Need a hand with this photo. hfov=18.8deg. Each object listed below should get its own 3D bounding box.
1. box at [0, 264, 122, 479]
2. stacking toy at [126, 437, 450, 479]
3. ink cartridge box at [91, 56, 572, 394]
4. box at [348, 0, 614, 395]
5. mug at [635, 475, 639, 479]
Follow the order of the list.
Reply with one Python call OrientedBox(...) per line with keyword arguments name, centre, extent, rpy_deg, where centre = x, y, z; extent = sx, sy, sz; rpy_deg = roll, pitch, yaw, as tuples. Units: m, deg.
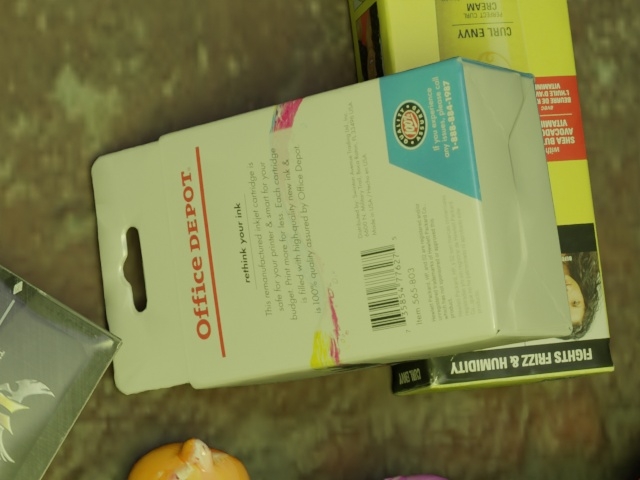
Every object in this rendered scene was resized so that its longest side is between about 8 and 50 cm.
OrientedBox(name="box", centre=(-0.211, 0.089, 0.726), extent=(0.183, 0.056, 0.231), rpy_deg=(32, 75, -9))
OrientedBox(name="stacking toy", centre=(0.046, 0.152, 0.714), extent=(0.302, 0.175, 0.166), rpy_deg=(25, 43, 29))
OrientedBox(name="ink cartridge box", centre=(0.000, 0.000, 0.764), extent=(0.061, 0.181, 0.104), rpy_deg=(3, 78, -55))
OrientedBox(name="box", centre=(0.064, -0.054, 0.820), extent=(0.087, 0.058, 0.232), rpy_deg=(-4, 82, -15))
OrientedBox(name="mug", centre=(0.197, 0.104, 0.791), extent=(0.169, 0.150, 0.113), rpy_deg=(-48, 67, 14))
